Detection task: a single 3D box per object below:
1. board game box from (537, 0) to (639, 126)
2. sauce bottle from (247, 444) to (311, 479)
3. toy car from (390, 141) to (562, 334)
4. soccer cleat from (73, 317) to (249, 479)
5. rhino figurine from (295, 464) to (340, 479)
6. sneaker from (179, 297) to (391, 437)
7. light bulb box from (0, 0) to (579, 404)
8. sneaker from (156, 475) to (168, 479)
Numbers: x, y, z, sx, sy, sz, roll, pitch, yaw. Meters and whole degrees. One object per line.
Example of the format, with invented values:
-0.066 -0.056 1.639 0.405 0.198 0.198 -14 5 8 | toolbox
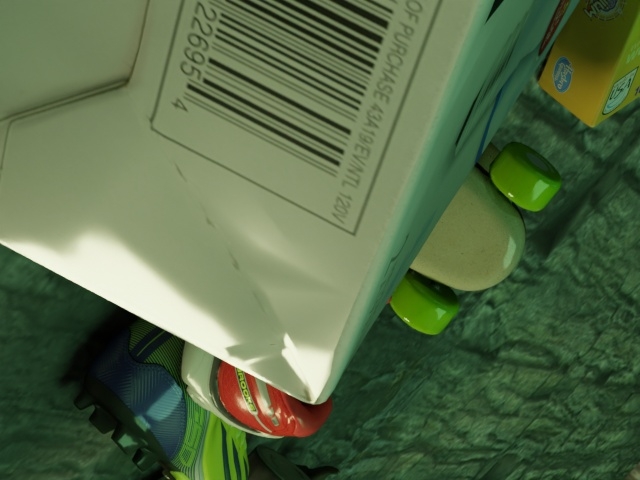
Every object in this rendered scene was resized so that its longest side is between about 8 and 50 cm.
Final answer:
0.312 -0.262 1.578 0.242 0.064 0.316 -33 155 -32 | board game box
-0.137 0.325 1.707 0.344 0.111 0.111 -52 158 7 | sauce bottle
0.092 -0.047 1.515 0.155 0.149 0.188 -52 -173 21 | toy car
-0.089 0.127 1.469 0.121 0.093 0.289 -47 158 -6 | soccer cleat
-0.039 0.299 1.843 0.073 0.106 0.243 -14 142 -55 | rhino figurine
0.000 0.000 1.322 0.107 0.118 0.279 -8 114 -61 | sneaker
0.019 -0.201 0.777 0.361 0.225 0.358 -55 169 -44 | light bulb box
-0.159 0.250 1.564 0.228 0.087 0.092 -35 154 -32 | sneaker
